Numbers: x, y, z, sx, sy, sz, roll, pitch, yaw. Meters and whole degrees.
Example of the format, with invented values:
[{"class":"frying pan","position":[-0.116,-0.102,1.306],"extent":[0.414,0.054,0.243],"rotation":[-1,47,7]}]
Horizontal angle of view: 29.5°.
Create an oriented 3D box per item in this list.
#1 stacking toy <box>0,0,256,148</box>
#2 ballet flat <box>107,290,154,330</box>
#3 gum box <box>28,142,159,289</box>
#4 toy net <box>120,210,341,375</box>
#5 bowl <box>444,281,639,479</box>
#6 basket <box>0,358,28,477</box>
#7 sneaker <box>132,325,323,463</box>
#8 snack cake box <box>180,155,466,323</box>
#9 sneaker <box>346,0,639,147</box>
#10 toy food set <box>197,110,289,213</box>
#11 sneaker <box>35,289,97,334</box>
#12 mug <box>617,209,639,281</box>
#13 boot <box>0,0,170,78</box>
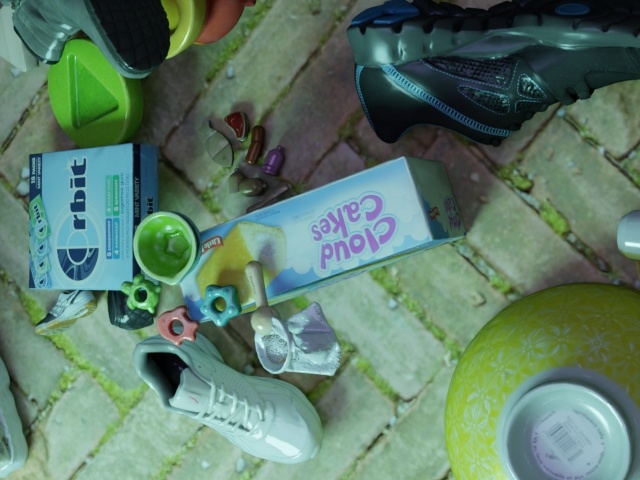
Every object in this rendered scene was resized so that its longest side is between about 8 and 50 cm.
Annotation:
[{"class":"stacking toy","position":[-0.235,-0.270,1.379],"extent":[0.309,0.130,0.279],"rotation":[44,129,18]},{"class":"ballet flat","position":[-0.215,0.015,1.379],"extent":[0.057,0.049,0.173],"rotation":[-3,85,62]},{"class":"gum box","position":[-0.254,-0.023,1.347],"extent":[0.184,0.041,0.156],"rotation":[-2,88,40]},{"class":"toy net","position":[-0.090,0.072,1.165],"extent":[0.232,0.045,0.122],"rotation":[34,102,15]},{"class":"bowl","position":[0.243,0.182,1.145],"extent":[0.290,0.156,0.289],"rotation":[-1,88,20]},{"class":"basket","position":[-0.569,0.167,1.382],"extent":[0.331,0.266,0.328],"rotation":[-23,81,16]},{"class":"sneaker","position":[-0.108,0.173,1.292],"extent":[0.232,0.115,0.090],"rotation":[26,98,18]},{"class":"snack cake box","position":[0.000,0.000,1.237],"extent":[0.264,0.152,0.089],"rotation":[-20,83,19]},{"class":"sneaker","position":[0.201,-0.170,1.206],"extent":[0.341,0.125,0.139],"rotation":[1,117,17]},{"class":"toy food set","position":[-0.079,-0.092,1.339],"extent":[0.078,0.019,0.122],"rotation":[-32,71,16]},{"class":"sneaker","position":[-0.297,0.080,1.411],"extent":[0.083,0.032,0.037],"rotation":[-29,66,12]},{"class":"mug","position":[0.321,0.004,1.171],"extent":[0.064,0.062,0.078],"rotation":[5,84,28]},{"class":"boot","position":[-0.256,-0.237,1.279],"extent":[0.246,0.083,0.161],"rotation":[58,137,16]}]
